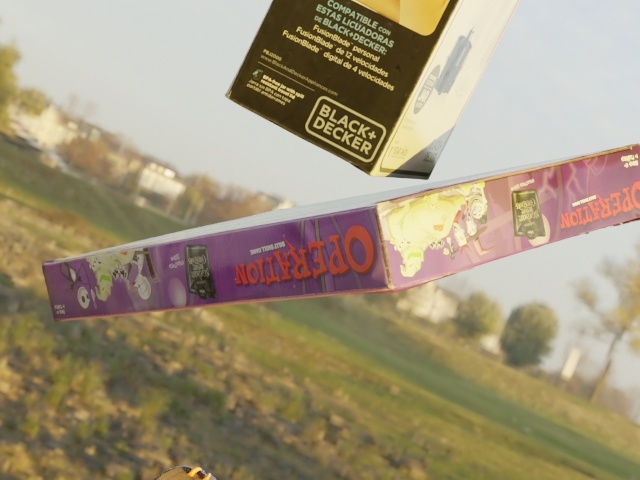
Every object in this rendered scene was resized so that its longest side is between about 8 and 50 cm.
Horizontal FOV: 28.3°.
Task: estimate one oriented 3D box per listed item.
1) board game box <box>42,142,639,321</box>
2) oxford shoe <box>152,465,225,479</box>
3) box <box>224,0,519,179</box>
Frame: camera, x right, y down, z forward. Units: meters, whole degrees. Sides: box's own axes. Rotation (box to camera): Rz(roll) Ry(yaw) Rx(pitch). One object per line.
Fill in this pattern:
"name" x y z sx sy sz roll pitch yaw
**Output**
"board game box" 0.000 0.000 0.778 0.208 0.056 0.347 -9 0 -38
"oxford shoe" -0.093 0.266 1.185 0.363 0.133 0.130 -11 -25 1
"box" 0.072 -0.179 0.666 0.087 0.290 0.169 29 10 12
